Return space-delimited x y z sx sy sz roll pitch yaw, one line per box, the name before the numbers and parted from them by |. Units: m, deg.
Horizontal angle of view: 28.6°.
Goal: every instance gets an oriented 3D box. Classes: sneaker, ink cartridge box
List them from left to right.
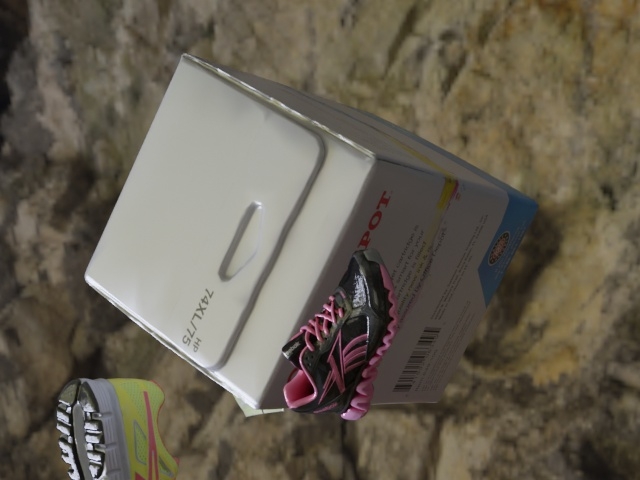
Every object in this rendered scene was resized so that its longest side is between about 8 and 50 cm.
sneaker | -0.149 0.207 1.013 0.081 0.208 0.094 5 -169 42
ink cartridge box | 0.000 0.000 0.993 0.197 0.198 0.270 32 -168 31
sneaker | 0.008 0.057 0.726 0.057 0.119 0.047 1 -147 -19

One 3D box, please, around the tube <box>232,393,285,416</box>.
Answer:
tube | -0.098 0.054 1.191 0.062 0.240 0.070 -23 179 13
